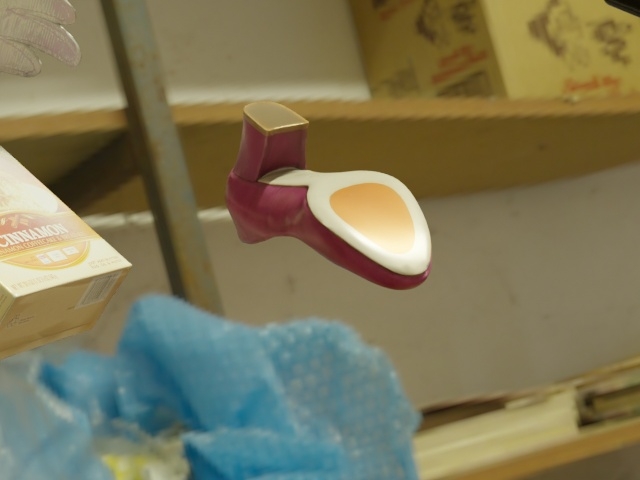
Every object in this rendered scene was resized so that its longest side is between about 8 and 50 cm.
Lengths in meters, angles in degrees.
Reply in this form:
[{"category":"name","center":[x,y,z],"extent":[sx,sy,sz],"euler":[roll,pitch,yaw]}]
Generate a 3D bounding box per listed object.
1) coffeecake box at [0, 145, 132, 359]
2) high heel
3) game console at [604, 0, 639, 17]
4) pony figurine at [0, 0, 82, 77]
[{"category":"coffeecake box","center":[-0.249,-0.007,1.060],"extent":[0.068,0.185,0.142],"euler":[-55,-16,22]},{"category":"high heel","center":[0.000,0.000,1.079],"extent":[0.082,0.117,0.244],"euler":[-14,36,-31]},{"category":"game console","center":[0.246,-0.189,0.941],"extent":[0.071,0.122,0.107],"euler":[12,15,-23]},{"category":"pony figurine","center":[-0.399,-0.095,1.144],"extent":[0.351,0.303,0.363],"euler":[4,16,-33]}]
